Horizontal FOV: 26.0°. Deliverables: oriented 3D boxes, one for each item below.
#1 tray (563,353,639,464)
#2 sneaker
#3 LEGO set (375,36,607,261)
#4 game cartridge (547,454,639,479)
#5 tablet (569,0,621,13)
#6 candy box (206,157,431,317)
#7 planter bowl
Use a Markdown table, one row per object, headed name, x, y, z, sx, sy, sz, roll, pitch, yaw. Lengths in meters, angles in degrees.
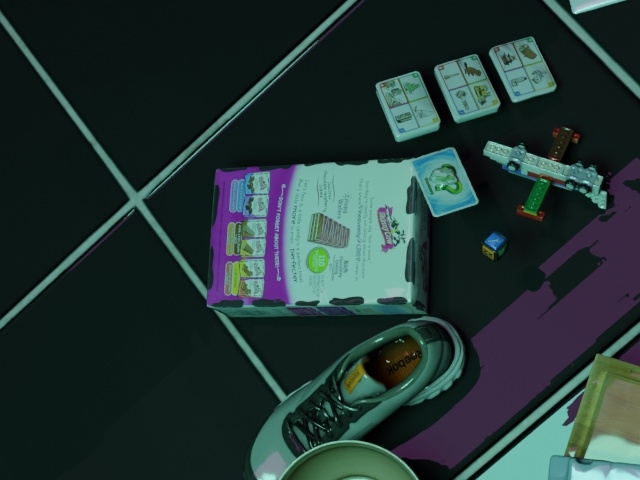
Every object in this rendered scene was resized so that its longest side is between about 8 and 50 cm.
| name | x | y | z | sx | sy | sz | roll | pitch | yaw |
| --- | --- | --- | --- | --- | --- | --- | --- | --- | --- |
| tray | 0.425 | 0.262 | 1.270 | 0.411 | 0.076 | 0.202 | 16 | 84 | 24 |
| sneaker | 0.022 | 0.166 | 1.429 | 0.271 | 0.108 | 0.100 | -39 | 69 | 10 |
| LEGO set | 0.181 | -0.087 | 1.441 | 0.182 | 0.060 | 0.244 | -18 | 57 | -4 |
| game cartridge | 0.341 | 0.303 | 1.226 | 0.294 | 0.060 | 0.196 | 4 | 76 | 22 |
| tablet | 0.305 | -0.277 | 1.478 | 0.083 | 0.006 | 0.054 | -14 | 73 | 18 |
| candy box | 0.000 | 0.000 | 1.495 | 0.233 | 0.071 | 0.159 | -2 | 76 | 21 |
| planter bowl | 0.034 | 0.283 | 1.386 | 0.162 | 0.109 | 0.162 | -1 | 80 | 7 |
